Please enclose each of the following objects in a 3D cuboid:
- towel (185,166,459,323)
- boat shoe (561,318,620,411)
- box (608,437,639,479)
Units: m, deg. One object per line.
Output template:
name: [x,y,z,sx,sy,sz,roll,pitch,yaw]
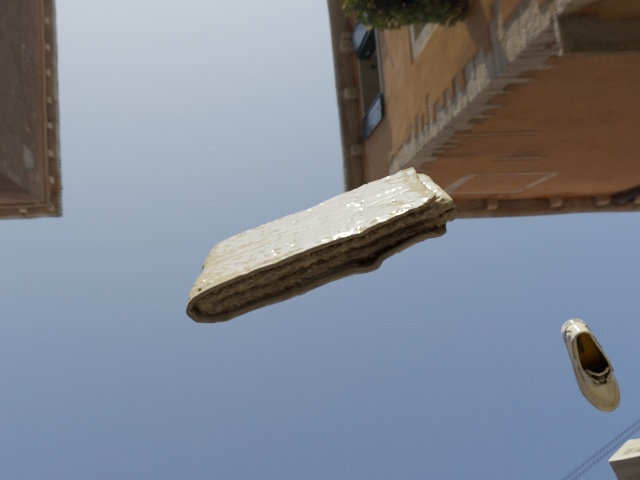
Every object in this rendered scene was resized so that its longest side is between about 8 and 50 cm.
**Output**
towel: [0.000,0.000,0.700,0.282,0.187,0.049,-20,-75,4]
boat shoe: [0.258,0.122,0.608,0.035,0.035,0.100,-22,-79,8]
box: [0.585,0.396,1.127,0.102,0.101,0.087,-13,-107,-43]
